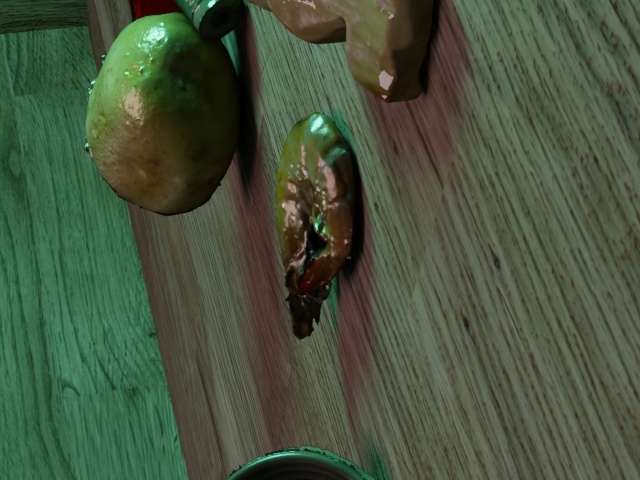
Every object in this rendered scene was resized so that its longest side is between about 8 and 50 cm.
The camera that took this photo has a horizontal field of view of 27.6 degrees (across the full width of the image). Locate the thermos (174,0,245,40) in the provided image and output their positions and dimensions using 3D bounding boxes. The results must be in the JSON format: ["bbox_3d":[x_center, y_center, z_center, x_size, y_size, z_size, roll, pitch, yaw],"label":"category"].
[{"bbox_3d":[-0.186,-0.352,1.754,0.188,0.083,0.073,50,-177,26],"label":"thermos"}]

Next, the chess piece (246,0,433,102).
[{"bbox_3d":[0.009,-0.231,1.154,0.301,0.137,0.137,44,141,50],"label":"chess piece"}]

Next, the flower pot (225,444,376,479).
[{"bbox_3d":[-0.014,0.348,1.402,0.140,0.235,0.235,57,-163,-65],"label":"flower pot"}]

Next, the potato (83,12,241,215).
[{"bbox_3d":[-0.208,-0.195,1.813,0.242,0.242,0.285,132,146,-72],"label":"potato"}]

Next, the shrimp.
[{"bbox_3d":[0.000,0.000,1.409,0.152,0.063,0.287,43,139,50],"label":"shrimp"}]

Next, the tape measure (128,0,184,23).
[{"bbox_3d":[-0.245,-0.426,2.002,0.253,0.114,0.260,99,158,-48],"label":"tape measure"}]
